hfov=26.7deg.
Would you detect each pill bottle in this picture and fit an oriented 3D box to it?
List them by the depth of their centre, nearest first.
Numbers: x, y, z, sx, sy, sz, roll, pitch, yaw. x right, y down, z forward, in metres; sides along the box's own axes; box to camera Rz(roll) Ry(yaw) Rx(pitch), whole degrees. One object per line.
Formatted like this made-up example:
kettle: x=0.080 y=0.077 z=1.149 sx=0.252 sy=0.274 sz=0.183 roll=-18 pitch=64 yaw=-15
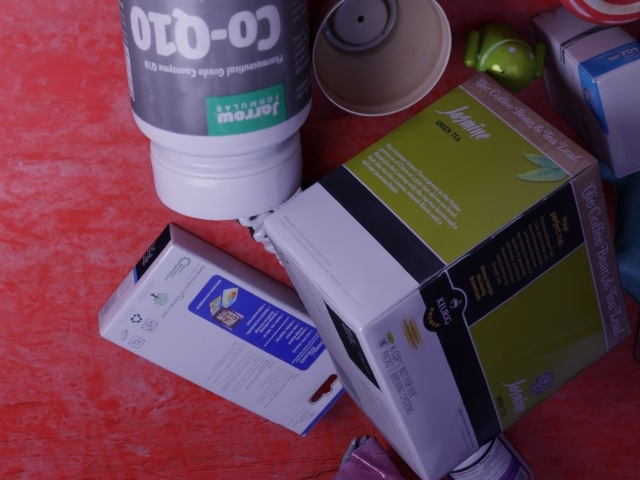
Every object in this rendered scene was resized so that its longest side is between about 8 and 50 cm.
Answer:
pill bottle: x=-0.112 y=-0.219 z=1.463 sx=0.204 sy=0.204 sz=0.361 roll=-8 pitch=122 yaw=-8
pill bottle: x=0.214 y=0.301 z=1.913 sx=0.108 sy=0.108 sz=0.193 roll=-34 pitch=122 yaw=9

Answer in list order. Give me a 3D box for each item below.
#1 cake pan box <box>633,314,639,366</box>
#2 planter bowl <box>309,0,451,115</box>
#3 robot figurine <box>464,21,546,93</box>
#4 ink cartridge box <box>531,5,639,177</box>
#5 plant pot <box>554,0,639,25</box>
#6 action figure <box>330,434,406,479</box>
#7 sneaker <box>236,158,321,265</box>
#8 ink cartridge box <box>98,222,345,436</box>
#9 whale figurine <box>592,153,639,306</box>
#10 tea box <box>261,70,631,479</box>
cake pan box: x=0.506 y=0.128 z=1.793 sx=0.070 sy=0.246 sz=0.267 roll=-5 pitch=121 yaw=-10
planter bowl: x=0.057 y=-0.239 z=1.545 sx=0.162 sy=0.109 sz=0.162 roll=-8 pitch=124 yaw=-12
robot figurine: x=0.215 y=-0.215 z=1.593 sx=0.101 sy=0.115 sz=0.067 roll=10 pitch=119 yaw=-18
ink cartridge box: x=0.331 y=-0.184 z=1.594 sx=0.082 sy=0.191 sz=0.139 roll=-22 pitch=124 yaw=0
plant pot: x=0.314 y=-0.340 z=1.508 sx=0.191 sy=0.174 sz=0.191 roll=-6 pitch=124 yaw=-9
action figure: x=0.127 y=0.437 z=1.818 sx=0.276 sy=0.370 sz=0.248 roll=-41 pitch=138 yaw=-10
sneaker: x=0.000 y=0.000 z=1.688 sx=0.118 sy=0.110 sz=0.292 roll=-40 pitch=122 yaw=2
ink cartridge box: x=-0.106 y=0.122 z=1.757 sx=0.332 sy=0.065 sz=0.165 roll=32 pitch=109 yaw=-26
whale figurine: x=0.437 y=-0.053 z=1.673 sx=0.216 sy=0.141 sz=0.272 roll=30 pitch=81 yaw=-2
tea box: x=0.158 y=0.047 z=1.570 sx=0.323 sy=0.220 sz=0.329 roll=-34 pitch=137 yaw=-10
